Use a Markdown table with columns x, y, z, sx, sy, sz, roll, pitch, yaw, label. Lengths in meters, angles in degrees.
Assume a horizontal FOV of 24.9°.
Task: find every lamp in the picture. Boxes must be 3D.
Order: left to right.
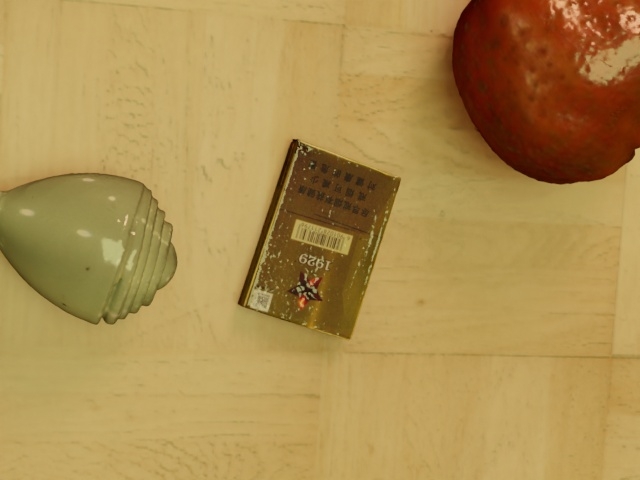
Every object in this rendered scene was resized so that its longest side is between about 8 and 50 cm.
| x | y | z | sx | sy | sz | roll | pitch | yaw | label |
| --- | --- | --- | --- | --- | --- | --- | --- | --- | --- |
| -0.192 | -0.009 | 0.999 | 0.193 | 0.106 | 0.106 | 18 | 89 | -7 | lamp |

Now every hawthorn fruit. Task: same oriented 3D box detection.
| x | y | z | sx | sy | sz | roll | pitch | yaw | label |
| --- | --- | --- | --- | --- | --- | --- | --- | --- | --- |
| 0.185 | -0.136 | 1.067 | 0.189 | 0.189 | 0.189 | -2 | 95 | -18 | hawthorn fruit |

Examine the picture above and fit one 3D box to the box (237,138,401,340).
| x | y | z | sx | sy | sz | roll | pitch | yaw | label |
| --- | --- | --- | --- | --- | --- | --- | --- | --- | --- |
| 0.000 | 0.000 | 1.095 | 0.090 | 0.023 | 0.133 | 17 | 89 | -17 | box |
